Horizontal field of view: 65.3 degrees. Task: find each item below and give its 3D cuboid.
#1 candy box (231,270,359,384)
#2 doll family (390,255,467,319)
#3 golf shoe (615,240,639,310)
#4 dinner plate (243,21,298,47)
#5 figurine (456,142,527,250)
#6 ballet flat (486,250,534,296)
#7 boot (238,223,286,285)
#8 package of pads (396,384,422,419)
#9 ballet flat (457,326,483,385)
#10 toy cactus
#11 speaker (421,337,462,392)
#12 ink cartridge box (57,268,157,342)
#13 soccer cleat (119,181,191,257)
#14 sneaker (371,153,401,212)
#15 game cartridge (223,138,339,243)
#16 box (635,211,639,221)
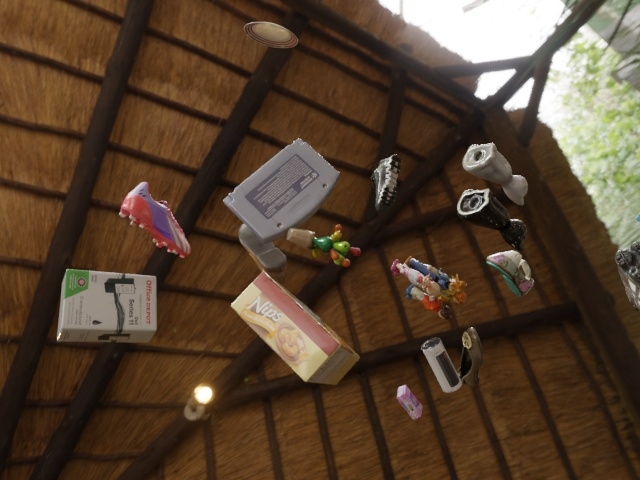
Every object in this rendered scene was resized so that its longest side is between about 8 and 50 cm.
[{"bbox_3d":[-0.032,0.179,0.945,0.183,0.087,0.316,41,175,19],"label":"candy box"},{"bbox_3d":[0.303,0.110,1.311,0.163,0.118,0.263,30,168,34],"label":"doll family"},{"bbox_3d":[0.541,0.098,0.786,0.094,0.077,0.198,50,-157,-53],"label":"golf shoe"},{"bbox_3d":[-0.126,-0.530,1.278,0.141,0.141,0.017,10,-90,-35],"label":"dinner plate"},{"bbox_3d":[0.434,-0.105,1.206,0.209,0.092,0.215,30,-120,-30],"label":"figurine"},{"bbox_3d":[0.510,0.076,1.324,0.221,0.079,0.077,38,-177,-40],"label":"ballet flat"},{"bbox_3d":[-0.199,0.044,1.685,0.112,0.115,0.305,-18,-139,-17],"label":"boot"},{"bbox_3d":[0.243,0.442,1.368,0.083,0.032,0.050,52,-156,-5],"label":"package of pads"},{"bbox_3d":[0.419,0.336,1.416,0.058,0.250,0.084,-9,-136,4],"label":"ballet flat"},{"bbox_3d":[0.000,0.000,1.356,0.180,0.112,0.219,18,-176,-25],"label":"toy cactus"},{"bbox_3d":[0.313,0.322,1.292,0.055,0.055,0.136,-39,-76,-51],"label":"speaker"},{"bbox_3d":[-0.504,0.159,1.194,0.208,0.087,0.153,7,-123,-31],"label":"ink cartridge box"},{"bbox_3d":[-0.376,-0.040,1.200,0.095,0.083,0.248,-62,-32,-17],"label":"soccer cleat"},{"bbox_3d":[0.240,-0.216,1.922,0.078,0.106,0.234,24,-105,-39],"label":"sneaker"},{"bbox_3d":[-0.097,-0.135,1.395,0.294,0.060,0.196,-42,-106,-16],"label":"game cartridge"},{"bbox_3d":[0.625,-0.075,0.831,0.244,0.100,0.060,-11,-138,-37],"label":"box"}]
